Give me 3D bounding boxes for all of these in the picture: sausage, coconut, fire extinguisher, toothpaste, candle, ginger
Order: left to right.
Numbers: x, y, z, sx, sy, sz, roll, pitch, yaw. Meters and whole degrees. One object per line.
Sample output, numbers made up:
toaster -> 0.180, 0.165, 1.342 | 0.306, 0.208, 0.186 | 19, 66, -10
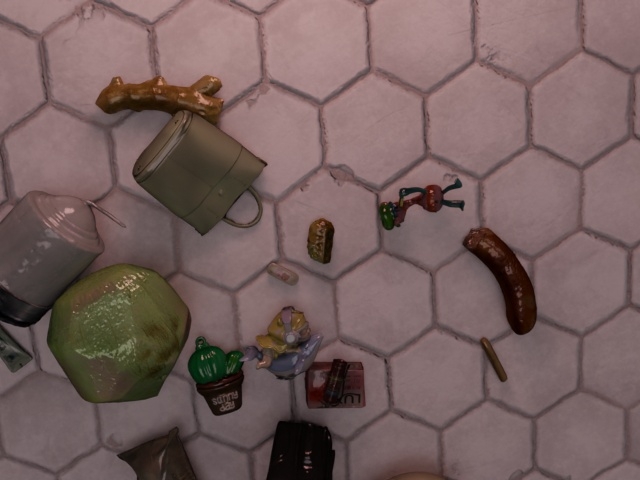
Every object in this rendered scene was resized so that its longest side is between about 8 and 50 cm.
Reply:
toothpaste -> -0.811, 0.232, 1.557 | 0.064, 0.041, 0.218 | -37, 104, -2
candle -> -0.638, 0.018, 1.436 | 0.221, 0.221, 0.342 | 43, 93, -9
coconut -> -0.450, 0.225, 1.445 | 0.328, 0.281, 0.329 | 3, 85, -45
ginger -> -0.374, -0.323, 1.459 | 0.298, 0.065, 0.118 | -1, 96, -3
fire extinguisher -> 0.033, 0.360, 1.560 | 0.056, 0.039, 0.132 | 15, 98, 4
sausage -> 0.451, 0.310, 1.636 | 0.024, 0.024, 0.132 | -29, 102, 3
sausage -> 0.465, 0.097, 1.571 | 0.102, 0.076, 0.302 | -30, 99, 11

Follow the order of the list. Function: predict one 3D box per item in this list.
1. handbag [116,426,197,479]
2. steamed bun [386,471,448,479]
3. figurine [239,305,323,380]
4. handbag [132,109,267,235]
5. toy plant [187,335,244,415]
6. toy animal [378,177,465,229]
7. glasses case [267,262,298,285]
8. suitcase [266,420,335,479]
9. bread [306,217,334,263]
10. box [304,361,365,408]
handbag -> -0.398, 0.621, 1.612 | 0.182, 0.117, 0.271 | -18, 102, 9
steamed bun -> 0.247, 0.755, 1.587 | 0.324, 0.206, 0.324 | 0, 85, 6
figurine -> -0.094, 0.257, 1.552 | 0.208, 0.128, 0.184 | -9, 99, 4
handbag -> -0.265, -0.143, 1.486 | 0.241, 0.109, 0.315 | -47, 125, 9
toy plant -> -0.253, 0.330, 1.570 | 0.142, 0.105, 0.201 | -15, 89, -10
toy animal -> 0.241, -0.093, 1.513 | 0.208, 0.100, 0.103 | -11, 140, 12
glasses case -> -0.094, 0.084, 1.569 | 0.083, 0.021, 0.032 | 28, 99, -7
suitcase -> -0.064, 0.630, 1.511 | 0.188, 0.345, 0.340 | 6, 100, 1
bread -> 0.000, 0.000, 1.540 | 0.066, 0.060, 0.110 | 3, 102, -19
box -> 0.037, 0.371, 1.611 | 0.156, 0.060, 0.111 | -1, 102, -2
